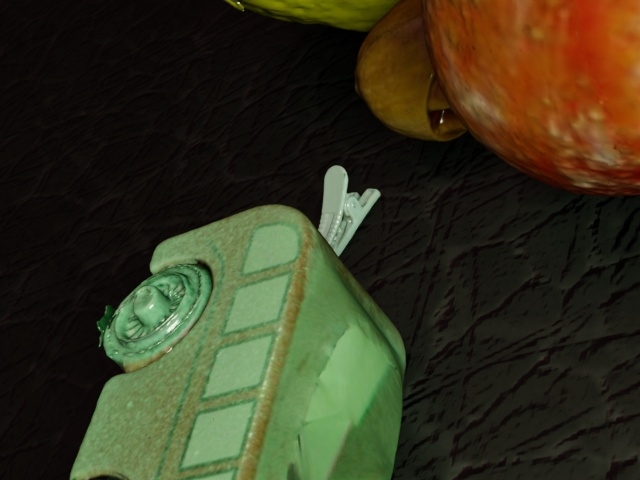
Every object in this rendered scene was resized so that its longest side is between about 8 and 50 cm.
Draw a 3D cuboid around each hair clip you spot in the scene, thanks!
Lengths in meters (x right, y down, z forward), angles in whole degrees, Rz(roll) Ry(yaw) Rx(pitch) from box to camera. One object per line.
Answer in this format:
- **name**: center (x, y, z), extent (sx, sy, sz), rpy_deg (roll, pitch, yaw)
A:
- **hair clip**: center (-0.001, 0.000, 0.895), extent (0.030, 0.039, 0.115), rpy_deg (-12, 42, 45)

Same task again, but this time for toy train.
- **toy train**: center (-0.048, 0.112, 0.709), extent (0.159, 0.129, 0.326), rpy_deg (-16, 38, 28)

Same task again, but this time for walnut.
- **walnut**: center (0.119, -0.133, 0.887), extent (0.207, 0.116, 0.116), rpy_deg (-22, 34, 12)

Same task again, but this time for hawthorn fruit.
- **hawthorn fruit**: center (0.189, -0.159, 0.706), extent (0.284, 0.284, 0.284), rpy_deg (-26, 33, 19)

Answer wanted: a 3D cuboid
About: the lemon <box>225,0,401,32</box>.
- **lemon**: center (0.039, -0.328, 1.006), extent (0.387, 0.350, 0.350), rpy_deg (-4, 34, -5)
